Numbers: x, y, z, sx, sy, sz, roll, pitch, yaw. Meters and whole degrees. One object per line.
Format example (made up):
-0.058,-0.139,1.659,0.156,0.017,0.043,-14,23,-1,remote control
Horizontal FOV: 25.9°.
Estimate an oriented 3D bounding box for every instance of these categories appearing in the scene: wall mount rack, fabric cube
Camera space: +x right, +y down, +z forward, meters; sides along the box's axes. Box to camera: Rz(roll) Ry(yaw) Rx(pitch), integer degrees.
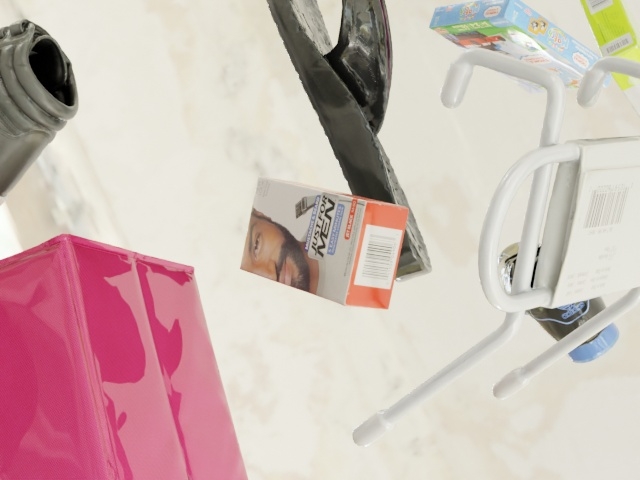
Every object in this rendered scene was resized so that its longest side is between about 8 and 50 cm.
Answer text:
0.161,0.015,1.034,0.130,0.350,0.304,21,-73,36,wall mount rack
-0.248,0.167,1.297,0.259,0.254,0.258,19,54,-66,fabric cube

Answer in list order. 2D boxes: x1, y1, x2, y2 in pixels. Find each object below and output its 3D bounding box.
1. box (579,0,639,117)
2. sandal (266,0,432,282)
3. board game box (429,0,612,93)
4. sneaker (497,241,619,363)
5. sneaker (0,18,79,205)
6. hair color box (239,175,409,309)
0.324,-0.179,1.423,0.178,0.042,0.109,42,28,-47,box
0.039,-0.176,1.432,0.167,0.107,0.445,-74,141,-75,sandal
0.280,-0.269,1.934,0.211,0.039,0.160,26,-13,-32,board game box
0.223,0.036,1.394,0.090,0.081,0.232,55,-1,-24,sneaker
-0.330,-0.183,1.362,0.295,0.147,0.104,58,13,27,sneaker
0.000,0.000,1.243,0.167,0.053,0.093,15,-85,54,hair color box
